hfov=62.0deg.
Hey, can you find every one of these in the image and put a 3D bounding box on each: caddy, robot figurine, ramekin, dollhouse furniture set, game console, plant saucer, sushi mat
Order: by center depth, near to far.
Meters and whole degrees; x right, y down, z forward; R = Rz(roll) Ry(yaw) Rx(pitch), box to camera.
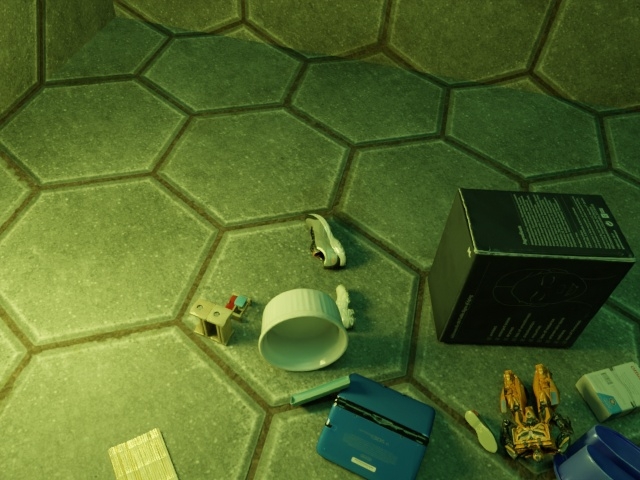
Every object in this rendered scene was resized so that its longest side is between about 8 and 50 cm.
[{"bbox_3d":[-0.465,0.681,1.455,0.152,0.019,0.316,-21,53,-22],"label":"sushi mat"},{"bbox_3d":[0.817,0.685,1.462,0.341,0.179,0.241,37,33,25],"label":"caddy"},{"bbox_3d":[0.634,0.520,1.600,0.211,0.085,0.291,-22,32,29],"label":"robot figurine"},{"bbox_3d":[0.172,0.571,1.601,0.293,0.173,0.250,21,81,14],"label":"game console"},{"bbox_3d":[0.001,0.463,1.633,0.192,0.067,0.018,-21,96,1],"label":"plant saucer"},{"bbox_3d":[-0.057,0.279,1.683,0.278,0.277,0.135,-2,41,-6],"label":"ramekin"},{"bbox_3d":[-0.334,0.227,1.790,0.129,0.129,0.183,19,51,12],"label":"dollhouse furniture set"}]

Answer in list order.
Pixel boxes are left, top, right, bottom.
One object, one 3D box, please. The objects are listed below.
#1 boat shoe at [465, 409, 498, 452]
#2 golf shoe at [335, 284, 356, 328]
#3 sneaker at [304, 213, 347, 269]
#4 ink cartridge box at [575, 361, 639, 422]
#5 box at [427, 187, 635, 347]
[{"bbox_3d":[0.494,0.576,1.614,0.043,0.049,0.137,16,31,-48],"label":"boat shoe"},{"bbox_3d":[0.066,0.231,1.867,0.086,0.069,0.176,-10,49,-5],"label":"golf shoe"},{"bbox_3d":[0.000,0.000,2.043,0.108,0.100,0.271,-22,54,-15],"label":"sneaker"},{"bbox_3d":[0.951,0.485,1.706,0.191,0.082,0.139,-9,51,-14],"label":"ink cartridge box"},{"bbox_3d":[0.647,0.102,1.753,0.472,0.479,0.297,2,47,-4],"label":"box"}]
